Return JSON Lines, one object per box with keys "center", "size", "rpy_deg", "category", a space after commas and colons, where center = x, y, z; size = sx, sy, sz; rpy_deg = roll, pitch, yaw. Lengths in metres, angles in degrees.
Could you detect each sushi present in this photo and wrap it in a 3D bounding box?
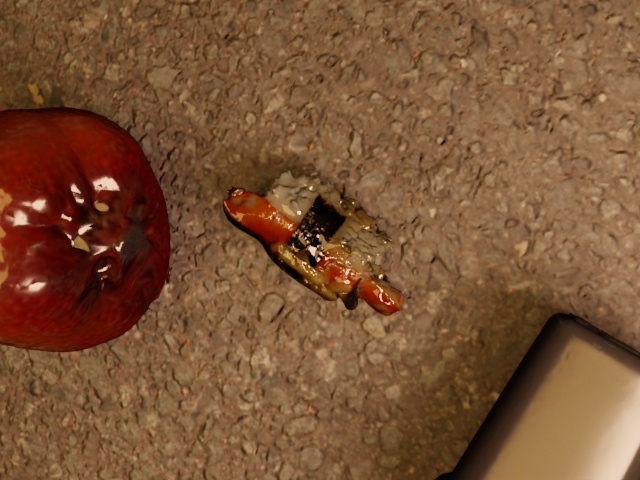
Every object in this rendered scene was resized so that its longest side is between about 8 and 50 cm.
{"center": [0.002, -0.003, 1.140], "size": [0.226, 0.097, 0.103], "rpy_deg": [38, 108, -1], "category": "sushi"}

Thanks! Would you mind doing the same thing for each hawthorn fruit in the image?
{"center": [-0.320, -0.017, 1.150], "size": [0.311, 0.295, 0.295], "rpy_deg": [17, 96, 14], "category": "hawthorn fruit"}

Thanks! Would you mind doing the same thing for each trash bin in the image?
{"center": [0.221, 0.224, 1.015], "size": [0.182, 0.209, 0.290], "rpy_deg": [30, 95, 17], "category": "trash bin"}
